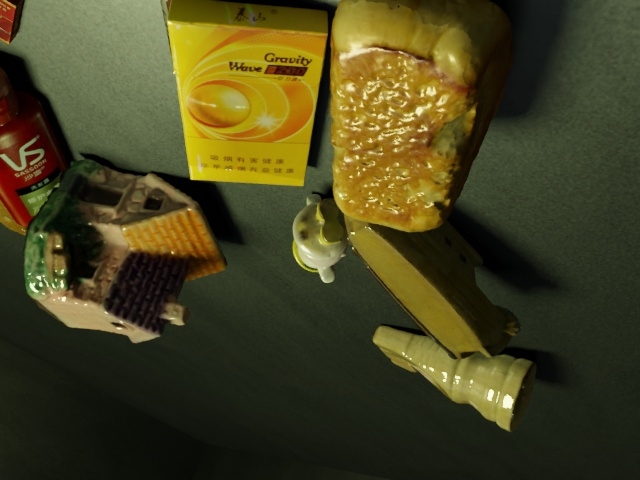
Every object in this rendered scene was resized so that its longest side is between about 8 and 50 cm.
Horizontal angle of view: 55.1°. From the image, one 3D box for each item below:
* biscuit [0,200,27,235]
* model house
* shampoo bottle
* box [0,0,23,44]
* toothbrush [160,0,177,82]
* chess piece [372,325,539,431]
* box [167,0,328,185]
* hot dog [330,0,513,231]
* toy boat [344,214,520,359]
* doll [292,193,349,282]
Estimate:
[{"bbox_3d":[-0.644,-0.087,1.206,0.131,0.026,0.237,24,152,-6],"label":"biscuit"},{"bbox_3d":[-0.294,0.019,0.968,0.237,0.237,0.202,8,143,12],"label":"model house"},{"bbox_3d":[-0.452,-0.133,0.918,0.076,0.118,0.314,52,158,19],"label":"shampoo bottle"},{"bbox_3d":[-0.380,-0.272,0.717,0.051,0.023,0.082,32,149,-20],"label":"box"},{"bbox_3d":[-0.146,-0.191,0.696,0.040,0.041,0.364,16,151,5],"label":"toothbrush"},{"bbox_3d":[0.243,0.240,1.159,0.300,0.137,0.137,18,155,30],"label":"chess piece"},{"bbox_3d":[-0.081,-0.150,0.690,0.152,0.044,0.269,2,152,-7],"label":"box"},{"bbox_3d":[0.083,-0.132,0.544,0.150,0.153,0.257,17,150,12],"label":"hot dog"},{"bbox_3d":[0.149,0.031,0.827,0.321,0.121,0.089,46,145,-17],"label":"toy boat"},{"bbox_3d":[0.000,0.000,0.875,0.081,0.129,0.207,-9,168,-6],"label":"doll"}]
